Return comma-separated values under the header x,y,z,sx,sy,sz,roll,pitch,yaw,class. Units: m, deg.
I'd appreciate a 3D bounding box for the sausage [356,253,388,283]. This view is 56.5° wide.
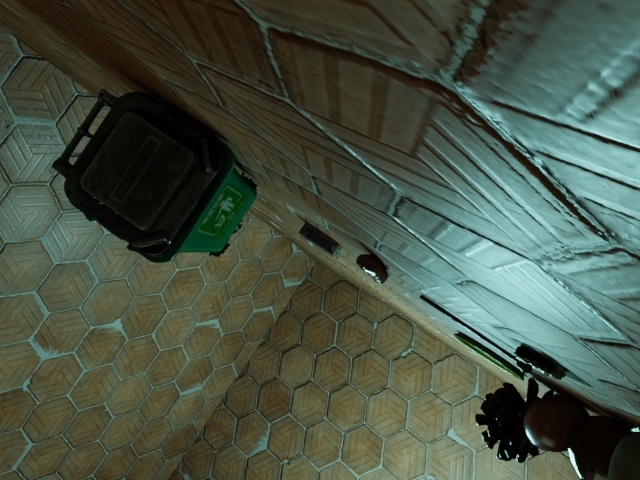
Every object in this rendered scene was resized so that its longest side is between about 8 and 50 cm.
x,y,z,sx,sy,sz,roll,pitch,yaw,class
0.121,0.064,1.333,0.043,0.043,0.186,33,177,23,sausage

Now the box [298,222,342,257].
x,y,z,sx,sy,sz,roll,pitch,yaw,class
0.000,0.000,1.604,0.117,0.036,0.050,32,176,13,box

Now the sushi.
x,y,z,sx,sy,sz,roll,pitch,yaw,class
0.400,0.227,1.060,0.126,0.026,0.120,34,176,-8,sushi

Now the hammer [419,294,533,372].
x,y,z,sx,sy,sz,roll,pitch,yaw,class
0.335,0.198,1.315,0.292,0.029,0.058,34,175,32,hammer

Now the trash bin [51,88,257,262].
x,y,z,sx,sy,sz,roll,pitch,yaw,class
-0.307,-0.111,1.219,0.295,0.259,0.381,33,179,12,trash bin

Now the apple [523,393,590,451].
x,y,z,sx,sy,sz,roll,pitch,yaw,class
0.558,0.430,1.409,0.153,0.153,0.120,48,-158,-76,apple

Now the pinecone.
x,y,z,sx,sy,sz,roll,pitch,yaw,class
0.521,0.472,1.580,0.202,0.229,0.201,40,167,-10,pinecone

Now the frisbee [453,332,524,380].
x,y,z,sx,sy,sz,roll,pitch,yaw,class
0.497,0.340,1.758,0.236,0.017,0.236,35,176,3,frisbee

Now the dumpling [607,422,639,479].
x,y,z,sx,sy,sz,roll,pitch,yaw,class
0.435,0.332,0.757,0.293,0.204,0.163,25,-165,-44,dumpling

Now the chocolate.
x,y,z,sx,sy,sz,roll,pitch,yaw,class
0.569,0.430,1.189,0.176,0.177,0.177,34,176,2,chocolate
